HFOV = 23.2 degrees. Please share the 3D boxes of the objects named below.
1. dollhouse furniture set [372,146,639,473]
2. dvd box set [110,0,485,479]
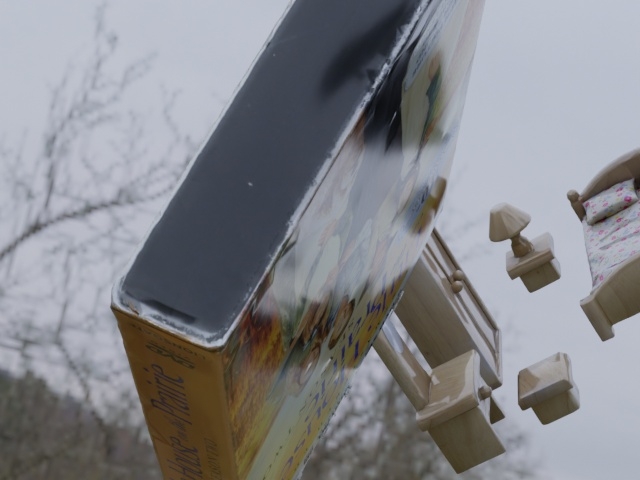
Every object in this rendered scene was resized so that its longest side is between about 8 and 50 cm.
[{"bbox_3d":[0.223,-0.018,1.278,0.356,0.173,0.303,-28,19,18],"label":"dollhouse furniture set"},{"bbox_3d":[0.000,0.000,0.895,0.062,0.307,0.420,26,-23,10],"label":"dvd box set"}]
